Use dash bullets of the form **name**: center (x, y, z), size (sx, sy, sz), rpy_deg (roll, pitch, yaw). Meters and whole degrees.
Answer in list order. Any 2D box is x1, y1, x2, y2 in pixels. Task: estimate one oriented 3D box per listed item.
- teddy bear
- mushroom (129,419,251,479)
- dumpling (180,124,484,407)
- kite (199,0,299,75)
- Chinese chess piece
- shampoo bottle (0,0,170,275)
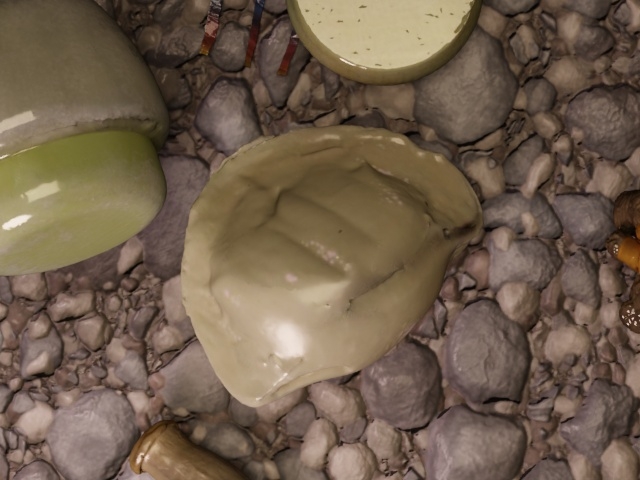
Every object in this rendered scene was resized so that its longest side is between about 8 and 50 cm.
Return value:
- **teddy bear**: center (0.433, 0.028, 1.890), size (0.177, 0.140, 0.190), rpy_deg (5, 96, 5)
- **mushroom**: center (-0.133, 0.329, 1.961), size (0.108, 0.096, 0.247), rpy_deg (-42, 78, 4)
- **dumpling**: center (0.000, 0.000, 1.903), size (0.395, 0.233, 0.315), rpy_deg (-35, 80, -10)
- **kite**: center (-0.058, -0.400, 2.032), size (0.204, 0.022, 0.361), rpy_deg (17, 89, 5)
- **Chinese chess piece**: center (0.080, -0.318, 1.958), size (0.250, 0.101, 0.250), rpy_deg (0, 87, 3)
- **shampoo bottle**: center (-0.348, -0.139, 1.902), size (0.322, 0.322, 0.317), rpy_deg (-20, 78, 6)
